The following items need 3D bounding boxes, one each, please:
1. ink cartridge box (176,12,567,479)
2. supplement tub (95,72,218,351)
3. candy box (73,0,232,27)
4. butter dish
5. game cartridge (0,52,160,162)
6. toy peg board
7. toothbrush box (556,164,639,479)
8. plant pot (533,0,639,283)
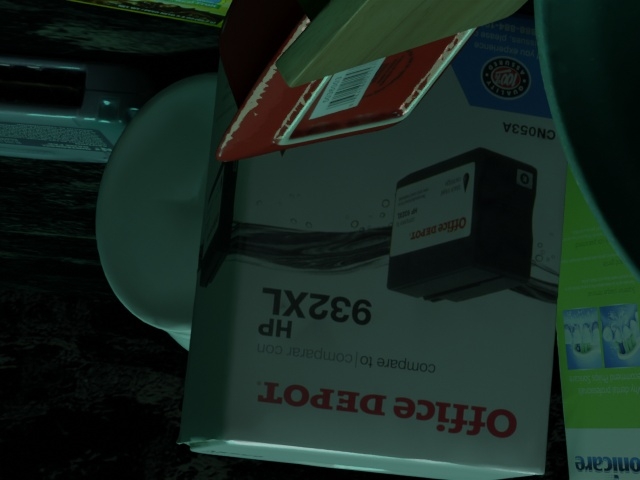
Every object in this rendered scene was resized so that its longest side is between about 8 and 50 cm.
[{"bbox_3d":[0.039,-0.002,1.293,0.223,0.307,0.129,8,171,-15],"label":"ink cartridge box"},{"bbox_3d":[0.000,0.000,1.558,0.235,0.235,0.325,-1,169,36],"label":"supplement tub"},{"bbox_3d":[-0.142,-0.174,1.224,0.206,0.027,0.105,8,167,-17],"label":"candy box"},{"bbox_3d":[0.006,-0.137,1.112,0.160,0.118,0.160,-15,154,-40],"label":"butter dish"},{"bbox_3d":[-0.269,-0.111,1.620,0.294,0.060,0.196,5,167,5],"label":"game cartridge"},{"bbox_3d":[0.061,-0.162,0.905,0.161,0.079,0.161,-22,167,-38],"label":"toy peg board"},{"bbox_3d":[0.289,0.049,1.431,0.206,0.283,0.122,-4,176,-28],"label":"toothbrush box"},{"bbox_3d":[0.260,-0.096,0.792,0.196,0.293,0.293,-20,-173,-34],"label":"plant pot"}]
